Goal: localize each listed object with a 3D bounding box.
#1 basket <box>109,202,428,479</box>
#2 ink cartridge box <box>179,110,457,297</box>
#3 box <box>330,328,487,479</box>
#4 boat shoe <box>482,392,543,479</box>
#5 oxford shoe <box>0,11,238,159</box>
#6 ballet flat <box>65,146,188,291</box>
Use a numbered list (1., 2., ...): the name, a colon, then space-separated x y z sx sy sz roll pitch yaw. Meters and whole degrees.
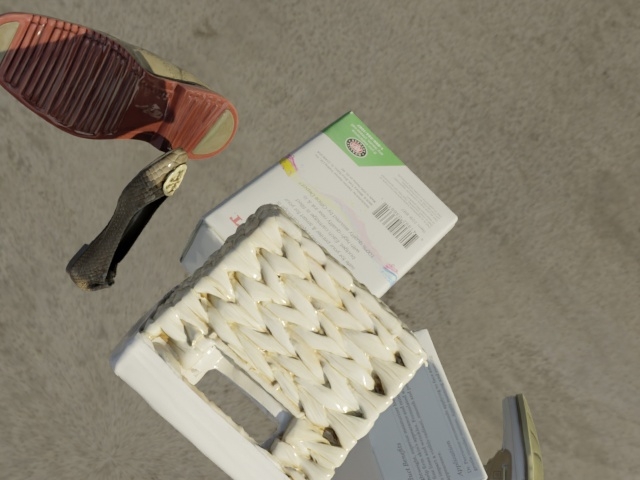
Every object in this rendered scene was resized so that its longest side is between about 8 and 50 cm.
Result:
1. basket: -0.024 0.049 0.458 0.113 0.167 0.103 43 90 -5
2. ink cartridge box: 0.000 0.000 0.815 0.154 0.093 0.212 46 53 6
3. box: 0.074 0.223 1.002 0.119 0.182 0.181 -12 70 -23
4. boat shoe: 0.335 0.413 1.528 0.103 0.113 0.302 -14 51 20
5. oxford shoe: -0.267 -0.197 1.081 0.123 0.348 0.130 -55 48 12
6. ballet flat: -0.241 -0.020 1.121 0.058 0.084 0.250 48 112 11
